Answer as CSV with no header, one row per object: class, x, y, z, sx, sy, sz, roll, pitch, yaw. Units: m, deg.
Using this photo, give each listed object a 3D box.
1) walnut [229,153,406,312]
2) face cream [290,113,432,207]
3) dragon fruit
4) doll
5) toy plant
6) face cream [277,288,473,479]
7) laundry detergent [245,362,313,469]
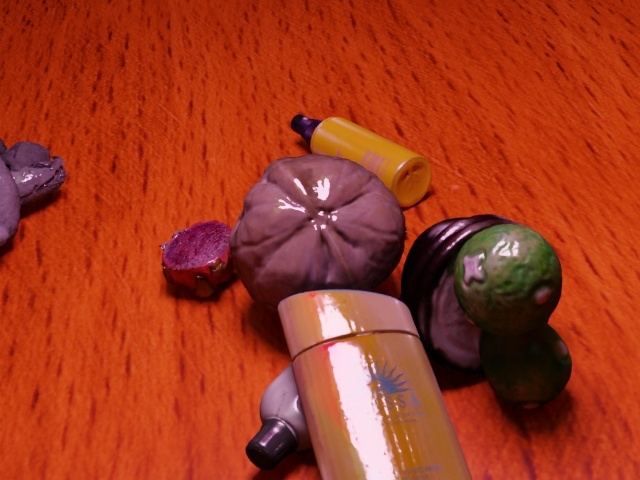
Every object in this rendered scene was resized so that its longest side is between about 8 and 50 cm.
walnut,-0.003,-0.003,1.260,0.224,0.224,0.224,-5,33,3
face cream,0.046,-0.132,1.565,0.078,0.078,0.273,-27,37,-28
dragon fruit,-0.148,0.026,1.374,0.126,0.068,0.112,3,40,34
doll,-0.506,-0.105,1.554,0.246,0.158,0.340,9,32,3
toy plant,0.183,0.062,1.128,0.175,0.218,0.235,-27,27,-12
face cream,0.053,0.165,1.044,0.139,0.067,0.285,-7,50,-13
laundry detergent,0.000,0.161,1.131,0.099,0.070,0.226,22,41,26
